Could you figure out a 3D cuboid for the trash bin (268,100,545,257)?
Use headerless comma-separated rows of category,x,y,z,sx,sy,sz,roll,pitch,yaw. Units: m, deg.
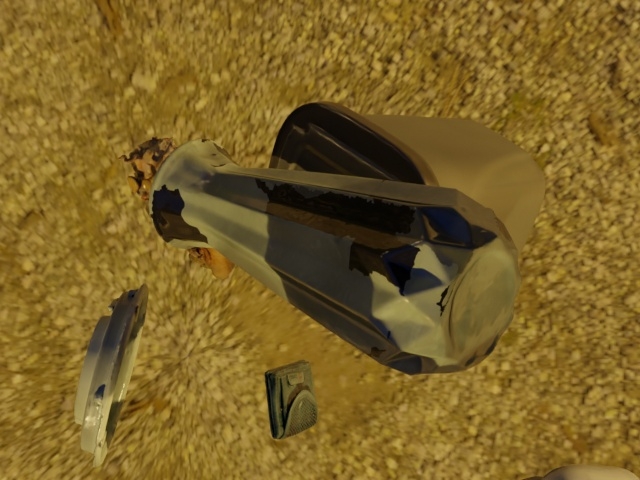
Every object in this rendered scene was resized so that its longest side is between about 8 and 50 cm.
trash bin,0.098,-0.033,1.190,0.220,0.250,0.219,38,122,32

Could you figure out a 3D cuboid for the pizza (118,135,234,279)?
pizza,-0.180,-0.053,1.336,0.069,0.147,0.226,-34,72,-19

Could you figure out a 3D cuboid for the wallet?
wallet,-0.033,0.200,1.385,0.026,0.129,0.088,-7,88,21

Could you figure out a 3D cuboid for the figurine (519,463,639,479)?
figurine,0.123,0.180,0.378,0.145,0.145,0.222,-13,46,-8

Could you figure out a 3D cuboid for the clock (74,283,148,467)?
clock,-0.267,0.162,1.373,0.053,0.236,0.236,15,82,-5

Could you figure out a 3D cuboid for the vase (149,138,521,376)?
vase,0.000,0.000,0.994,0.360,0.165,0.165,21,79,39
